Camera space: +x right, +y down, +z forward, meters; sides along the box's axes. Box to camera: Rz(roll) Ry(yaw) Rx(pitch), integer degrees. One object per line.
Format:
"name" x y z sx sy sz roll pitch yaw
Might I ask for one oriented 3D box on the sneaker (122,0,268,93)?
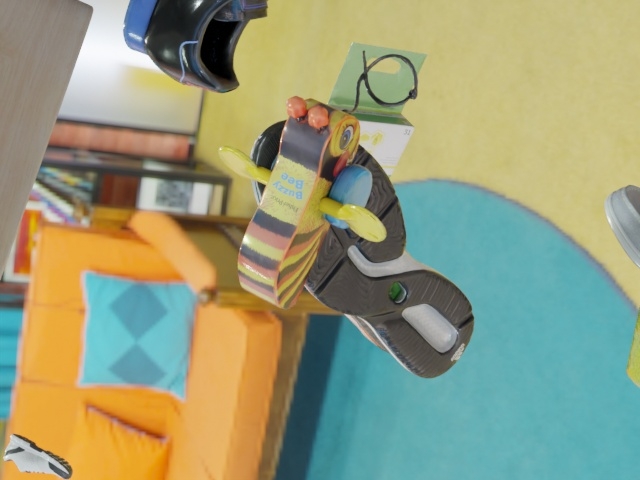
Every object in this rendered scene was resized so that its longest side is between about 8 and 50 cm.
"sneaker" -0.063 -0.214 0.773 0.090 0.081 0.232 33 122 18

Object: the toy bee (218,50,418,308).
"toy bee" -0.019 -0.083 1.162 0.162 0.195 0.298 36 -120 -68

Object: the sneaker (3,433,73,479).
"sneaker" -0.405 0.320 1.604 0.044 0.109 0.040 -63 -15 -9

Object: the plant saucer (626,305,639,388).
"plant saucer" 0.290 0.054 0.676 0.045 0.188 0.188 -58 -25 -47

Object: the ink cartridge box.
"ink cartridge box" 0.085 -0.211 1.898 0.056 0.171 0.235 53 129 39

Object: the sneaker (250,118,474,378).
"sneaker" 0.000 0.001 1.463 0.169 0.447 0.257 -49 38 -13

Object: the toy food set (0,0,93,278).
"toy food set" -0.292 -0.083 0.723 0.092 0.220 0.306 -43 31 50

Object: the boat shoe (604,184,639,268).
"boat shoe" 0.535 0.026 1.578 0.320 0.118 0.103 54 131 30
